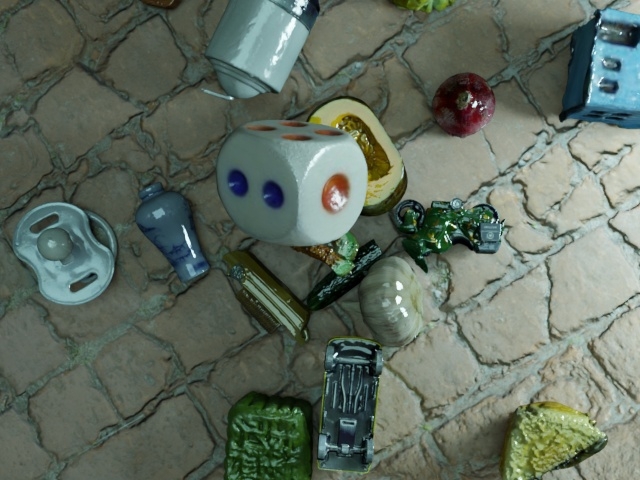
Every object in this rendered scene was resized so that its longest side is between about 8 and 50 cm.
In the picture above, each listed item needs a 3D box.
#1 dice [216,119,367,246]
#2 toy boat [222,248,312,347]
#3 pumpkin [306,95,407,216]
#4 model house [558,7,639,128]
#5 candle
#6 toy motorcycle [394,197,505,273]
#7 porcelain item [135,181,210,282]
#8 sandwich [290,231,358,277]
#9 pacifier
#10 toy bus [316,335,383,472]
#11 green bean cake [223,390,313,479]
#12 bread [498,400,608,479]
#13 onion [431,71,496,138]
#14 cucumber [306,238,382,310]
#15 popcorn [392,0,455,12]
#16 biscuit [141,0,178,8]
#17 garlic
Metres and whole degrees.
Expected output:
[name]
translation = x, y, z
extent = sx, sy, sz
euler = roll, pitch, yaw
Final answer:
[dice]
translation = -0.061, -0.136, 1.387
extent = 0.251, 0.259, 0.243
euler = 20, 118, 34
[toy boat]
translation = -0.140, 0.151, 1.586
extent = 0.310, 0.089, 0.115
euler = 43, 97, 3
[pumpkin]
translation = 0.074, -0.200, 1.545
extent = 0.221, 0.139, 0.317
euler = -31, 90, 1
[model house]
translation = 0.741, -0.388, 1.451
extent = 0.303, 0.215, 0.237
euler = 9, 91, 0
[candle]
translation = -0.156, -0.492, 1.525
extent = 0.221, 0.221, 0.343
euler = 27, 96, 4
[toy motorcycle]
translation = 0.320, -0.009, 1.531
extent = 0.274, 0.125, 0.187
euler = 2, 81, 5
[porcelain item]
translation = -0.381, -0.024, 1.590
extent = 0.141, 0.141, 0.259
euler = -28, 95, 5
[sandwich]
translation = 0.004, 0.003, 1.517
extent = 0.160, 0.185, 0.109
euler = 26, 97, -24
[pacifier]
translation = -0.648, 0.019, 1.570
extent = 0.238, 0.226, 0.287
euler = -30, 89, -14
[toy bus]
translation = 0.071, 0.397, 1.539
extent = 0.144, 0.152, 0.330
euler = 6, 93, 0
[green bean cake]
translation = -0.128, 0.518, 1.569
extent = 0.222, 0.125, 0.248
euler = 2, 90, 5
[bread]
translation = 0.530, 0.472, 1.481
extent = 0.262, 0.204, 0.163
euler = -32, 76, 8
[onion]
translation = 0.345, -0.332, 1.488
extent = 0.159, 0.195, 0.160
euler = 1, 93, 14
[cucumber]
translation = 0.060, 0.094, 1.577
extent = 0.241, 0.074, 0.074
euler = -39, 87, 5
[popcorn]
translation = 0.259, -0.666, 1.504
extent = 0.221, 0.183, 0.204
euler = -9, 84, 6
[biscuit]
translation = -0.445, -0.721, 1.636
extent = 0.186, 0.036, 0.192
euler = 15, 92, 7
[garlic]
translation = 0.142, 0.159, 1.519
extent = 0.212, 0.218, 0.219
euler = -13, 89, 29
